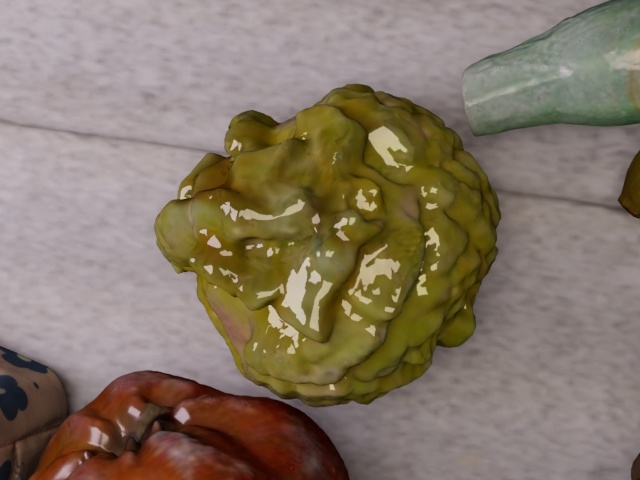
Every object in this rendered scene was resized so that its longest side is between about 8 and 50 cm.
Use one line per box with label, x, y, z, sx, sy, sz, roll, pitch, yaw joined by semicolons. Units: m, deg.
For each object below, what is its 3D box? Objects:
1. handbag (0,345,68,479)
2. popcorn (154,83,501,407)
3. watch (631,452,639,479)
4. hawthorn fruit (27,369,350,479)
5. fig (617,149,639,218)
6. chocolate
handbag;-0.339;0.152;1.354;0.251;0.193;0.190;19;98;11
popcorn;0.000;0.000;1.287;0.259;0.212;0.259;0;89;3
watch;0.370;0.213;1.143;0.335;0.314;0.327;43;121;-5
hawthorn fruit;-0.099;0.230;1.269;0.284;0.284;0.284;0;90;11
fig;0.257;-0.045;1.302;0.088;0.074;0.074;-35;84;23
chocolate;0.246;-0.134;1.292;0.291;0.110;0.110;-13;88;13
